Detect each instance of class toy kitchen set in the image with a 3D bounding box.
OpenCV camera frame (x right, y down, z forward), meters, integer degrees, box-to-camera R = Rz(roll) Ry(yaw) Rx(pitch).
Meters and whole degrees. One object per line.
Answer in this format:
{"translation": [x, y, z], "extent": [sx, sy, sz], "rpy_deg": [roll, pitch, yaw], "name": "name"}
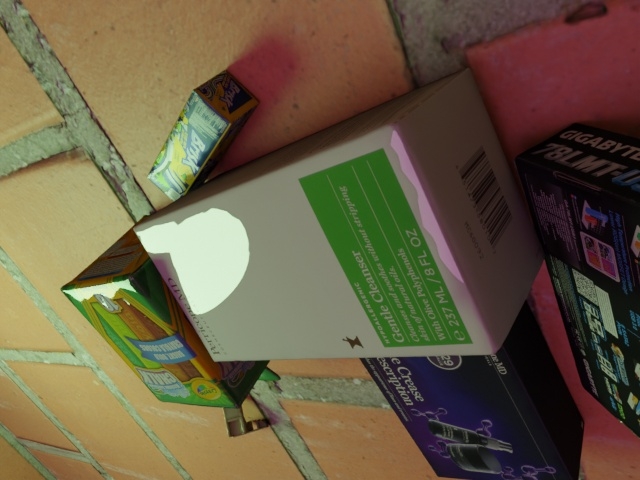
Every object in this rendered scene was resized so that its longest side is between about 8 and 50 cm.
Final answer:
{"translation": [-0.144, 0.334, 1.043], "extent": [0.068, 0.075, 0.083], "rpy_deg": [-15, 164, -1], "name": "toy kitchen set"}

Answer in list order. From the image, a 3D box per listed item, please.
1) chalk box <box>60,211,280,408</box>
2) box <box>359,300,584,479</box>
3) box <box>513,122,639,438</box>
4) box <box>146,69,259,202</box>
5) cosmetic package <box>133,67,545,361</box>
{"translation": [-0.167, 0.111, 0.749], "extent": [0.180, 0.179, 0.289], "rpy_deg": [-12, 119, 39], "name": "chalk box"}
{"translation": [0.179, 0.171, 0.647], "extent": [0.184, 0.103, 0.261], "rpy_deg": [-16, 117, 37], "name": "box"}
{"translation": [0.283, 0.082, 0.390], "extent": [0.073, 0.293, 0.296], "rpy_deg": [-29, 115, -3], "name": "box"}
{"translation": [-0.141, -0.114, 0.625], "extent": [0.054, 0.059, 0.169], "rpy_deg": [44, 136, -6], "name": "box"}
{"translation": [0.000, 0.000, 0.541], "extent": [0.365, 0.155, 0.197], "rpy_deg": [-16, 109, 43], "name": "cosmetic package"}
